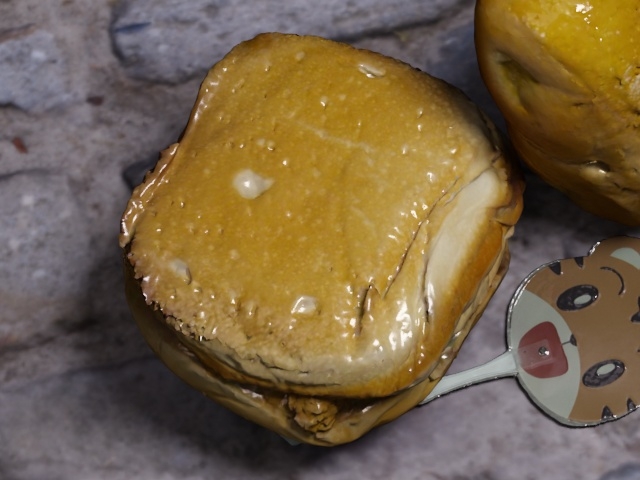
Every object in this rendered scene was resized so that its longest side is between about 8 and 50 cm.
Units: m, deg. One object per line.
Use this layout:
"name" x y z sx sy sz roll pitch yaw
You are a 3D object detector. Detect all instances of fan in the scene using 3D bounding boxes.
"fan" 0.177 0.091 1.561 0.227 0.008 0.152 -20 66 10

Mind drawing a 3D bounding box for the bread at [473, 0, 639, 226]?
"bread" 0.282 -0.174 1.449 0.337 0.328 0.148 -45 61 -4

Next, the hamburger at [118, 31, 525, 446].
"hamburger" 0.000 -0.006 1.531 0.284 0.174 0.304 28 58 12

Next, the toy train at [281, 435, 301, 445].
"toy train" -0.042 0.054 1.628 0.052 0.051 0.234 -23 61 8
